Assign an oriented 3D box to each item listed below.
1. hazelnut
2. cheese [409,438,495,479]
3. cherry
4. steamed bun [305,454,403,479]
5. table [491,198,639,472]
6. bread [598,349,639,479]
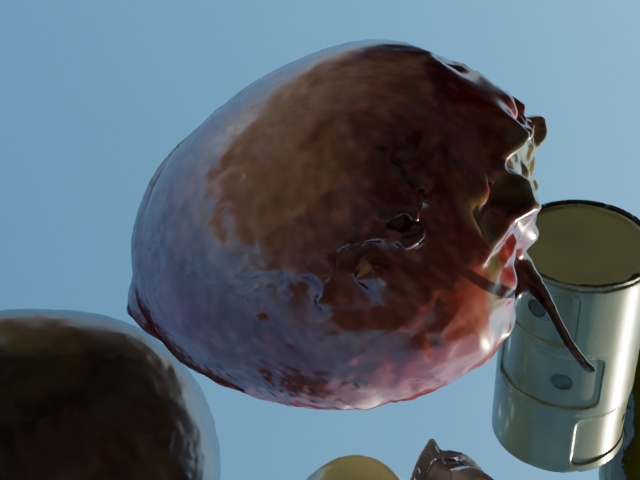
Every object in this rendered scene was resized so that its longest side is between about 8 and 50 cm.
[{"bbox_3d":[-0.288,0.240,1.298,0.421,0.421,0.353,0,-152,-24],"label":"hazelnut"},{"bbox_3d":[0.132,0.262,1.089,0.244,0.052,0.135,59,-143,-20],"label":"cheese"},{"bbox_3d":[0.000,0.000,0.720,0.175,0.250,0.192,33,-135,-51],"label":"cherry"},{"bbox_3d":[0.017,0.341,1.327,0.155,0.200,0.250,27,-114,39],"label":"steamed bun"},{"bbox_3d":[0.222,0.086,1.246,0.126,0.220,0.126,0,-142,0],"label":"table"},{"bbox_3d":[0.338,0.200,1.407,0.112,0.383,0.166,-2,-166,-16],"label":"bread"}]
